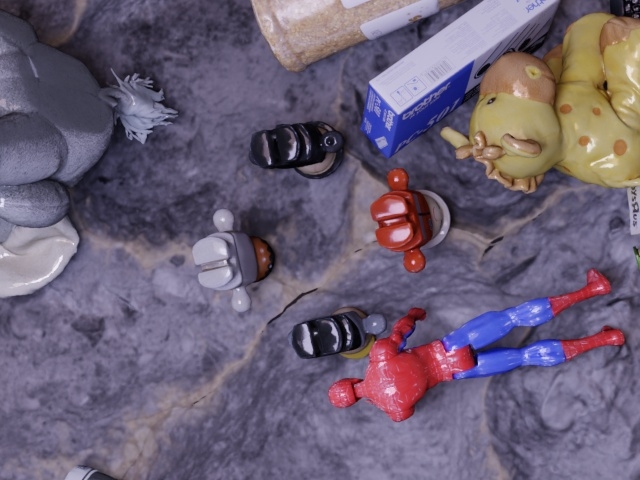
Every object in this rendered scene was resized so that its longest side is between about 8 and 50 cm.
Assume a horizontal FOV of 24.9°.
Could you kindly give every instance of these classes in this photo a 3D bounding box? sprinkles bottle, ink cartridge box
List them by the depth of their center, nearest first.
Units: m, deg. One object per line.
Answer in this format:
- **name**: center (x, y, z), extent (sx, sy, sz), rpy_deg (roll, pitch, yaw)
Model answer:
- **ink cartridge box**: center (0.133, -0.169, 1.379), extent (0.207, 0.097, 0.046), rpy_deg (-36, 75, -16)
- **sprinkles bottle**: center (0.108, -0.283, 1.425), extent (0.355, 0.121, 0.121), rpy_deg (-20, 80, 14)

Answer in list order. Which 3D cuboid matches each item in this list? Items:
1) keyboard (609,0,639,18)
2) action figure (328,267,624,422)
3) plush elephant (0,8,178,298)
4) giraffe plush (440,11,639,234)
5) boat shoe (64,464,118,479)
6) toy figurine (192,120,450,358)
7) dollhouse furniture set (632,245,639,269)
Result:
- **keyboard**: center (0.332, -0.176, 1.394), extent (0.100, 0.038, 0.192), rpy_deg (-6, 85, 16)
- **action figure**: center (0.135, 0.103, 1.402), extent (0.280, 0.139, 0.092), rpy_deg (-17, 98, -9)
- **plush elephant**: center (-0.344, -0.090, 1.490), extent (0.255, 0.330, 0.272), rpy_deg (-41, 61, 33)
- **giraffe plush**: center (0.206, -0.109, 1.321), extent (0.170, 0.181, 0.210), rpy_deg (2, 67, -22)
- **boat shoe**: center (-0.260, 0.348, 1.509), extent (0.070, 0.078, 0.219), rpy_deg (18, 89, 18)
- **toy figurine**: center (0.000, 0.000, 1.430), extent (0.213, 0.148, 0.210), rpy_deg (32, 101, 14)
- **dollhouse furniture set**: center (0.310, -0.054, 1.360), extent (0.058, 0.076, 0.152), rpy_deg (-13, 101, 11)
